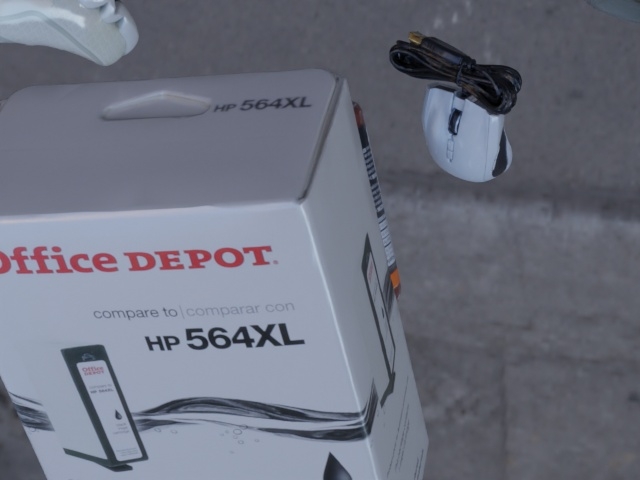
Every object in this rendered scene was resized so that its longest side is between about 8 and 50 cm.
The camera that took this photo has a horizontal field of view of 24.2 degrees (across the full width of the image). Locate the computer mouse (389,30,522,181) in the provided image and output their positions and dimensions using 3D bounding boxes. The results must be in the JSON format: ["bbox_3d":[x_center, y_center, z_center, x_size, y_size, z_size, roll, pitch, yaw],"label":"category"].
[{"bbox_3d":[0.109,-0.088,1.143,0.106,0.042,0.193,25,163,21],"label":"computer mouse"}]

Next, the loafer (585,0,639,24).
[{"bbox_3d":[0.256,-0.178,0.952,0.251,0.094,0.087,-4,159,-46],"label":"loafer"}]

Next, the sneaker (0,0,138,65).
[{"bbox_3d":[-0.243,-0.163,0.904,0.292,0.118,0.110,23,-173,-39],"label":"sneaker"}]

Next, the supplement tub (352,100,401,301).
[{"bbox_3d":[0.000,0.000,1.114,0.106,0.106,0.198,-6,103,27],"label":"supplement tub"}]

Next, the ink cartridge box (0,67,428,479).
[{"bbox_3d":[-0.047,0.041,0.605,0.148,0.086,0.203,-3,129,16],"label":"ink cartridge box"}]
